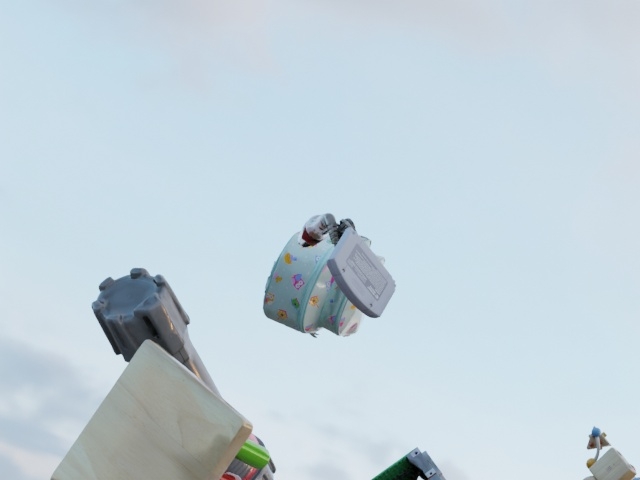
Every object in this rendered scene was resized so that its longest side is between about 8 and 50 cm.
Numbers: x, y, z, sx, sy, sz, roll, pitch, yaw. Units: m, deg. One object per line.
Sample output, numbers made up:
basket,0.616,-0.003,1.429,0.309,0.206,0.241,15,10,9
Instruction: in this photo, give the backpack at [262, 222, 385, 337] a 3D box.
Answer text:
backpack,0.002,0.065,2.458,0.144,0.166,0.188,29,15,27

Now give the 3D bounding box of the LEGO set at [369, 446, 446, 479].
LEGO set,0.098,0.427,1.954,0.192,0.331,0.255,53,-11,42

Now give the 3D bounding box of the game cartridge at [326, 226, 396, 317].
game cartridge,0.040,0.035,1.607,0.017,0.056,0.083,-16,-59,41

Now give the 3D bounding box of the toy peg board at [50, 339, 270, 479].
toy peg board,-0.135,0.202,1.457,0.161,0.160,0.079,34,0,44

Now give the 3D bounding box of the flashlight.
flashlight,-0.141,0.161,1.664,0.103,0.103,0.304,-17,-56,13

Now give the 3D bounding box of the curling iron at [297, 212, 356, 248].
curling iron,0.000,0.000,1.861,0.035,0.068,0.274,-22,5,-11

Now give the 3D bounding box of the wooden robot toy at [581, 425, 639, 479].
wooden robot toy,0.357,0.307,1.997,0.076,0.079,0.173,43,9,-44
